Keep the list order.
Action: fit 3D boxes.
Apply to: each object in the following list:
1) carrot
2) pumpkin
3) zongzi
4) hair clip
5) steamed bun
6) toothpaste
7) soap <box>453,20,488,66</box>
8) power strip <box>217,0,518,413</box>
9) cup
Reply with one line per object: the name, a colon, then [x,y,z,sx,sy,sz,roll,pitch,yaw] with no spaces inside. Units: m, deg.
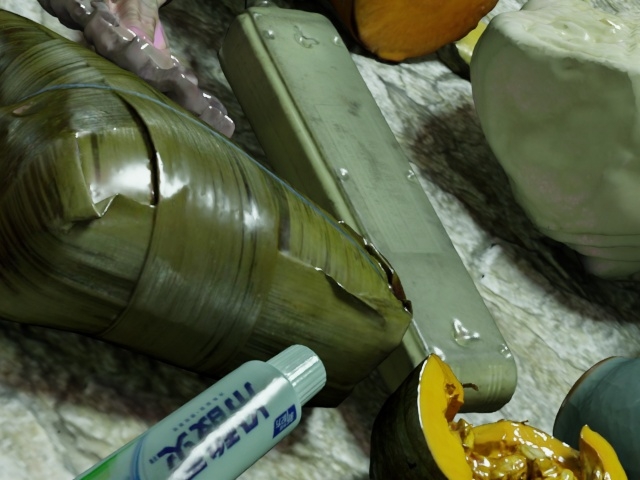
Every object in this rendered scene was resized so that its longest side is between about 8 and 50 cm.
carrot: [0.038,-0.273,1.707,0.159,0.159,0.225,1,35,-44]
pumpkin: [0.098,0.154,1.228,0.183,0.107,0.119,30,39,-25]
zongzi: [-0.102,-0.038,1.269,0.286,0.138,0.300,21,26,-32]
hair clip: [-0.128,-0.160,1.405,0.173,0.069,0.300,38,19,-17]
steamed bun: [0.272,-0.079,1.612,0.320,0.206,0.275,6,20,-5]
toothpaste: [-0.098,0.139,1.076,0.075,0.048,0.297,44,47,12]
soap: [0.176,-0.154,1.772,0.168,0.033,0.089,31,30,-10]
power strip: [0.019,-0.038,1.384,0.092,0.066,0.387,3,49,-39]
cup: [0.237,0.148,1.330,0.150,0.199,0.199,37,27,33]
